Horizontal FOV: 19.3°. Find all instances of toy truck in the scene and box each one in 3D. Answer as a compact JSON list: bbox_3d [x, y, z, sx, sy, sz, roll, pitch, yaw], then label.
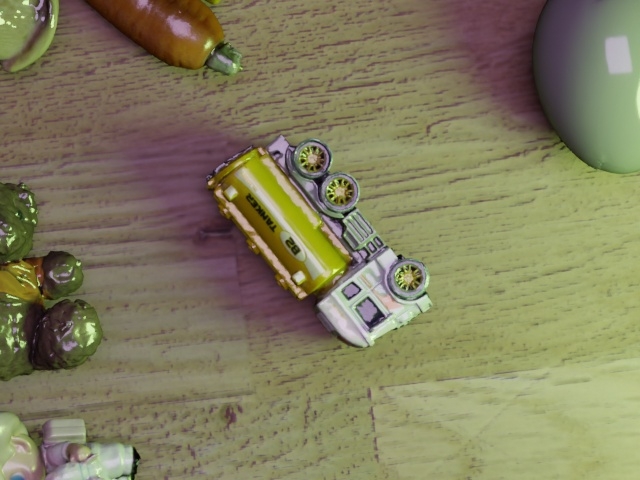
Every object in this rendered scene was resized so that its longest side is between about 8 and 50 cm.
[{"bbox_3d":[0.000,0.000,1.761,0.114,0.098,0.227,-39,89,-5],"label":"toy truck"}]

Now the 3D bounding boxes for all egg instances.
[{"bbox_3d":[0.275,-0.161,1.786,0.146,0.146,0.198,-6,93,-9],"label":"egg"}]

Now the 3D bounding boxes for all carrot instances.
[{"bbox_3d":[-0.213,-0.254,1.773,0.336,0.069,0.069,35,82,2],"label":"carrot"}]

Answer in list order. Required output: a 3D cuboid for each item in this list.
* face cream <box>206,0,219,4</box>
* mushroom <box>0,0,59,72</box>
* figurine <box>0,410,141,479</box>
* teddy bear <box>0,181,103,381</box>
[{"bbox_3d":[-0.197,-0.321,1.767,0.273,0.078,0.078,29,82,-4],"label":"face cream"},{"bbox_3d":[-0.419,-0.149,1.700,0.397,0.126,0.177,-40,102,-10],"label":"mushroom"},{"bbox_3d":[-0.279,0.204,1.696,0.229,0.137,0.112,1,53,-12],"label":"figurine"},{"bbox_3d":[-0.304,0.033,1.706,0.177,0.140,0.190,-2,77,-35],"label":"teddy bear"}]
